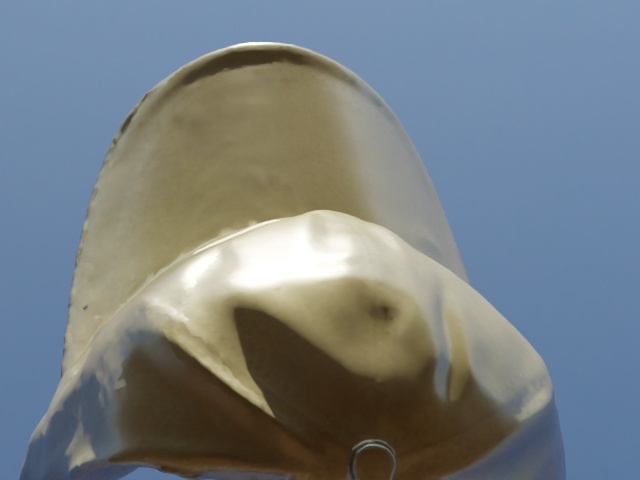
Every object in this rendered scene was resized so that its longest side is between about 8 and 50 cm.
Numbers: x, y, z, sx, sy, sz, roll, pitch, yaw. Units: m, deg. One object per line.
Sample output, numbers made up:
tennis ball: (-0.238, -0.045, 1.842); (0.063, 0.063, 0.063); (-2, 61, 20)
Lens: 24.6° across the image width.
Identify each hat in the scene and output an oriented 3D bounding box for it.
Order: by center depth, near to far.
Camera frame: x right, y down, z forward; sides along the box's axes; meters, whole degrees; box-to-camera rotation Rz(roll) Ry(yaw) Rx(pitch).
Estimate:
hat: (0.000, 0.000, 0.442); (0.166, 0.144, 0.173); (4, -106, -17)
